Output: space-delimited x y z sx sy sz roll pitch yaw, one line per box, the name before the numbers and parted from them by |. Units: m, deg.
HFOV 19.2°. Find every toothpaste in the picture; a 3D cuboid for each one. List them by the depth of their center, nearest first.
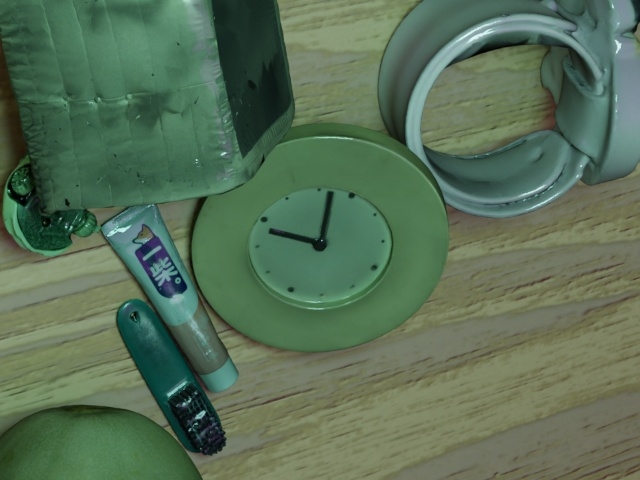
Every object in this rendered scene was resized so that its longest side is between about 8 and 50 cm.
toothpaste | -0.131 0.052 1.701 0.056 0.036 0.205 -38 123 -18

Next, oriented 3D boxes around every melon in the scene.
melon | -0.204 0.294 1.619 0.271 0.272 0.308 -19 129 -26

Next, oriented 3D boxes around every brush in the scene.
brush | -0.133 0.130 1.734 0.043 0.032 0.193 -37 128 -15

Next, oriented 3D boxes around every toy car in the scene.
toy car | -0.207 -0.076 1.572 0.093 0.058 0.186 39 75 -44

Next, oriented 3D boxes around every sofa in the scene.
sofa | -0.134 -0.148 1.533 0.176 0.225 0.210 -5 112 16

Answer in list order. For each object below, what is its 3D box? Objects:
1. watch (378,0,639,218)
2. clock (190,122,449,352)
watch | 0.171 -0.160 1.746 0.231 0.196 0.244 -4 116 -10
clock | 0.000 0.000 1.707 0.235 0.029 0.235 -2 123 -3
